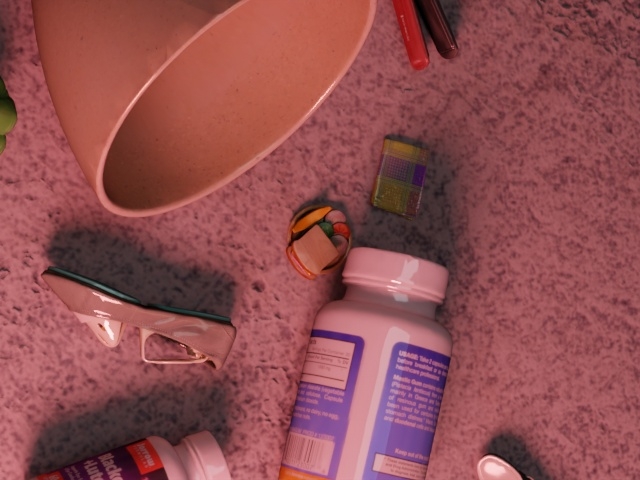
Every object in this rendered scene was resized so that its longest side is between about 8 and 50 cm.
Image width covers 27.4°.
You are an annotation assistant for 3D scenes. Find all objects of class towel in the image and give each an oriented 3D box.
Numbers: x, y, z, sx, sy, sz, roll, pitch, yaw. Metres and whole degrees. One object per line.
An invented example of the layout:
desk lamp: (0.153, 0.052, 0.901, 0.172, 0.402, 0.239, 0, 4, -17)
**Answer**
towel: (0.090, -0.070, 1.493, 0.060, 0.009, 0.083, 14, 81, -20)

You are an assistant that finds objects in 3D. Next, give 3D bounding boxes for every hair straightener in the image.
hair straightener: (0.112, -0.315, 1.503, 0.089, 0.047, 0.230, -20, 90, -21)

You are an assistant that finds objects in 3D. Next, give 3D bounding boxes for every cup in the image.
cup: (-0.144, -0.220, 1.273, 0.331, 0.331, 0.237, -34, 73, -20)

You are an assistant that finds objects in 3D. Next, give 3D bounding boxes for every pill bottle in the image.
pill bottle: (0.055, 0.151, 1.393, 0.152, 0.152, 0.271, 17, 81, -20)
pill bottle: (-0.190, 0.259, 1.313, 0.194, 0.108, 0.108, -18, 94, -22)

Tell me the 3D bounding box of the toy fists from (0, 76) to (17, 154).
toy fists: (-0.402, -0.063, 1.231, 0.279, 0.096, 0.142, -47, 145, -18)

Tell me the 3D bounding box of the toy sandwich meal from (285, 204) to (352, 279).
toy sandwich meal: (0.000, 0.000, 1.443, 0.086, 0.029, 0.085, 1, 87, -21)

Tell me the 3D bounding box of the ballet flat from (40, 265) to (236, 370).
ballet flat: (-0.189, 0.086, 1.344, 0.213, 0.072, 0.068, 18, 85, -20)

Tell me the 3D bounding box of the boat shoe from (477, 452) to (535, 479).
boat shoe: (0.228, 0.287, 1.514, 0.125, 0.038, 0.046, 43, 115, -9)
